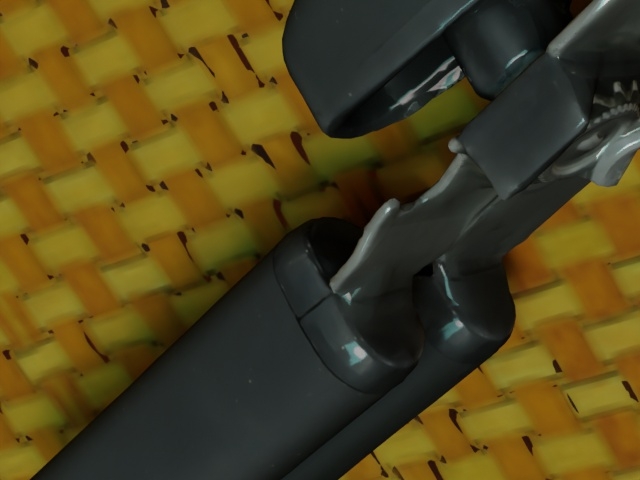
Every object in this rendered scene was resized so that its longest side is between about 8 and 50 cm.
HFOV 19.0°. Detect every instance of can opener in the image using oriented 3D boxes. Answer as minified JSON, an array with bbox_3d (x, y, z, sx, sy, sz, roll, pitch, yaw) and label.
[{"bbox_3d":[0.000,0.000,0.490,0.283,0.076,0.095,-43,69,36],"label":"can opener"}]
